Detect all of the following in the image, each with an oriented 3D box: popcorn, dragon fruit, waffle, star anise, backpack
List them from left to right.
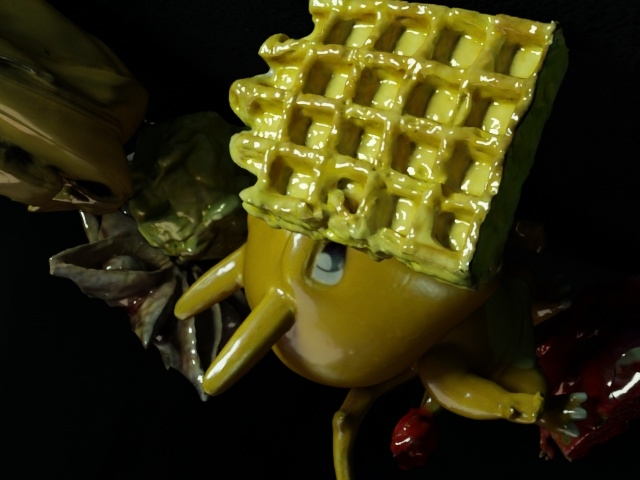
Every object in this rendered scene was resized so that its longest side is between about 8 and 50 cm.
[{"bbox_3d":[-0.341,-0.157,0.726,0.378,0.201,0.354,28,169,-30],"label":"backpack"},{"bbox_3d":[-0.204,0.046,0.965,0.349,0.109,0.292,43,-169,-13],"label":"star anise"},{"bbox_3d":[-0.125,-0.061,0.872,0.186,0.167,0.187,1,179,-28],"label":"popcorn"},{"bbox_3d":[0.028,-0.071,0.487,0.211,0.160,0.055,16,172,28],"label":"waffle"},{"bbox_3d":[0.321,0.115,0.875,0.161,0.274,0.126,54,-177,36],"label":"dragon fruit"}]

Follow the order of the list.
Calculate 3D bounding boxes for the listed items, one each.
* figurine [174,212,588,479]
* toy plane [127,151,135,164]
[{"bbox_3d":[0.083,0.087,0.770,0.387,0.400,0.268,28,158,-31],"label":"figurine"},{"bbox_3d":[-0.145,-0.110,1.067,0.182,0.107,0.273,-24,-135,-33],"label":"toy plane"}]
